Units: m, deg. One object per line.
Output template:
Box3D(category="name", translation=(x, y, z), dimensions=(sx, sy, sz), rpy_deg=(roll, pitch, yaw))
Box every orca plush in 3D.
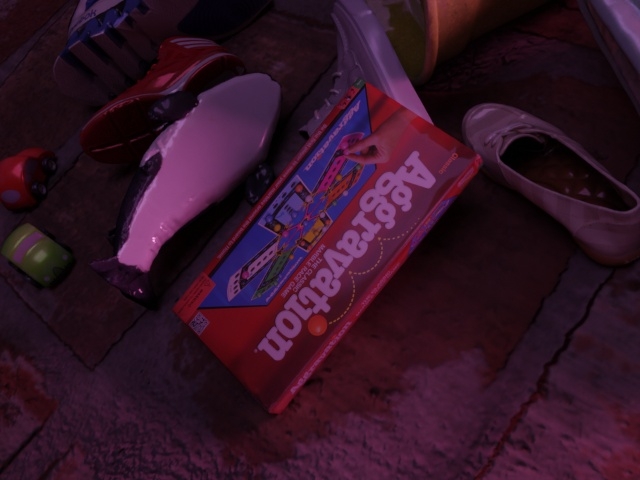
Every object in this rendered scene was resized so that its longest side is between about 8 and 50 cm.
Box3D(category="orca plush", translation=(-0.140, -0.058, 0.751), dimensions=(0.151, 0.102, 0.287), rpy_deg=(22, 75, -13))

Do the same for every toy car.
Box3D(category="toy car", translation=(-0.387, -0.012, 0.834), dimensions=(0.225, 0.053, 0.239), rpy_deg=(25, 72, 36))

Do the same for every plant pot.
Box3D(category="plant pot", translation=(0.171, -0.328, 0.672), dimensions=(0.254, 0.276, 0.276), rpy_deg=(-20, 51, -1))

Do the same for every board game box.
Box3D(category="board game box", translation=(0.000, 0.000, 0.605), dimensions=(0.145, 0.027, 0.281), rpy_deg=(40, 92, 27))

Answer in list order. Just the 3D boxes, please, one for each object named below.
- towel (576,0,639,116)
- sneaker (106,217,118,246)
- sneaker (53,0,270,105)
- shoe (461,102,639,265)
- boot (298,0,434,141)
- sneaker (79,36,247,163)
Box3D(category="towel", translation=(0.395, -0.157, 0.487), dimensions=(0.320, 0.090, 0.374), rpy_deg=(-23, 68, 12))
Box3D(category="sneaker", translation=(-0.210, -0.023, 0.768), dimensions=(0.031, 0.035, 0.083), rpy_deg=(20, 68, 34))
Box3D(category="sneaker", translation=(-0.241, -0.339, 0.941), dimensions=(0.315, 0.127, 0.182), rpy_deg=(-27, 53, 8))
Box3D(category="shoe", translation=(0.199, -0.068, 0.588), dimensions=(0.076, 0.058, 0.219), rpy_deg=(-37, 50, -2))
Box3D(category="boot", translation=(0.028, -0.148, 0.697), dimensions=(0.123, 0.095, 0.258), rpy_deg=(-26, 56, 8))
Box3D(category="sneaker", translation=(-0.209, -0.185, 0.863), dimensions=(0.221, 0.087, 0.128), rpy_deg=(-27, 41, -9))
